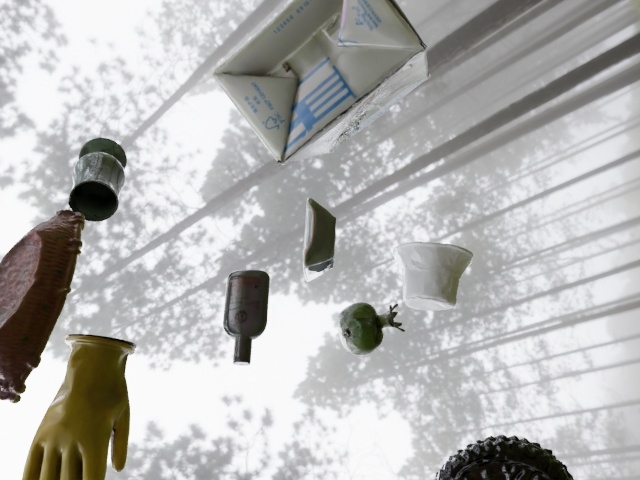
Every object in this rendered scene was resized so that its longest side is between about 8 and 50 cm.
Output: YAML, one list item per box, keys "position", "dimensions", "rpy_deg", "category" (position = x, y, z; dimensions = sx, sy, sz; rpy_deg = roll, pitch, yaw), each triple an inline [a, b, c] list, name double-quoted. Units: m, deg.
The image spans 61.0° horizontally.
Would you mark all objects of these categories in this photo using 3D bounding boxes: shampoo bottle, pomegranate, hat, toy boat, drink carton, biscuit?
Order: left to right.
- position: [-0.439, 0.076, 0.824]
  dimensions: [0.099, 0.141, 0.317]
  rpy_deg: [75, -161, -62]
  category: "toy boat"
- position: [-0.131, 0.132, 0.945]
  dimensions: [0.040, 0.080, 0.165]
  rpy_deg: [70, -161, -63]
  category: "shampoo bottle"
- position: [0.023, -0.207, 0.683]
  dimensions: [0.132, 0.194, 0.324]
  rpy_deg: [54, -164, -2]
  category: "drink carton"
- position: [0.147, 0.251, 1.590]
  dimensions: [0.131, 0.191, 0.152]
  rpy_deg: [1, -102, -88]
  category: "pomegranate"
- position: [0.250, 0.088, 1.234]
  dimensions: [0.203, 0.203, 0.126]
  rpy_deg: [26, -115, -38]
  category: "hat"
- position: [0.224, 0.330, 0.660]
  dimensions: [0.194, 0.195, 0.053]
  rpy_deg: [62, -172, -1]
  category: "biscuit"

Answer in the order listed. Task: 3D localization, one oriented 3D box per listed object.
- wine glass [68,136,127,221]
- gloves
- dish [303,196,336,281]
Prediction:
- position: [-0.454, -0.127, 1.114]
  dimensions: [0.103, 0.103, 0.231]
  rpy_deg: [37, -167, -29]
  category: "wine glass"
- position: [-0.397, 0.311, 0.902]
  dimensions: [0.116, 0.133, 0.294]
  rpy_deg: [59, -147, -64]
  category: "gloves"
- position: [0.000, 0.000, 1.177]
  dimensions: [0.234, 0.064, 0.154]
  rpy_deg: [80, -166, -76]
  category: "dish"
